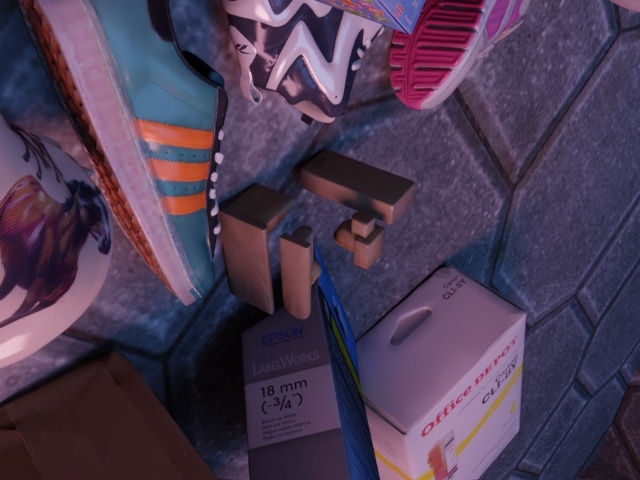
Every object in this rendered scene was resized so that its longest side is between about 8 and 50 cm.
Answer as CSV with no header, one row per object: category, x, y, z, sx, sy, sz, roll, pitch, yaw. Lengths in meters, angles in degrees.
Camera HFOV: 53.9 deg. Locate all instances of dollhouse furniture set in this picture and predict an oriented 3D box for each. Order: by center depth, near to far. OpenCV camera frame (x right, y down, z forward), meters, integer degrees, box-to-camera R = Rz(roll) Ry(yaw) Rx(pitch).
dollhouse furniture set,0.000,0.000,0.682,0.151,0.144,0.123,-45,148,-38

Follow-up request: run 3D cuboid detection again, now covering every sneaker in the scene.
sneaker,-0.119,-0.077,0.504,0.121,0.108,0.302,-31,135,-23
sneaker,0.019,-0.187,0.588,0.235,0.094,0.153,-23,133,-35
sneaker,0.174,-0.250,0.703,0.111,0.103,0.252,27,95,-51

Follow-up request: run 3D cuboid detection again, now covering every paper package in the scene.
paper package,-0.150,0.323,0.590,0.168,0.309,0.324,-31,136,-25

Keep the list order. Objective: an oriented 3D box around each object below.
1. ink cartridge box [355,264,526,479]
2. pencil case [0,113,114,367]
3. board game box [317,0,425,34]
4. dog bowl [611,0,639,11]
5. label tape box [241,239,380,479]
ink cartridge box,0.194,0.275,1.052,0.279,0.160,0.384,-39,139,-21
pencil case,-0.241,-0.071,0.266,0.183,0.160,0.410,-58,159,-17
board game box,-0.052,-0.194,0.376,0.039,0.212,0.160,-66,160,10
dog bowl,0.471,-0.410,0.779,0.265,0.265,0.104,-50,140,-9
label tape box,-0.005,0.206,0.741,0.106,0.333,0.240,-15,137,5
